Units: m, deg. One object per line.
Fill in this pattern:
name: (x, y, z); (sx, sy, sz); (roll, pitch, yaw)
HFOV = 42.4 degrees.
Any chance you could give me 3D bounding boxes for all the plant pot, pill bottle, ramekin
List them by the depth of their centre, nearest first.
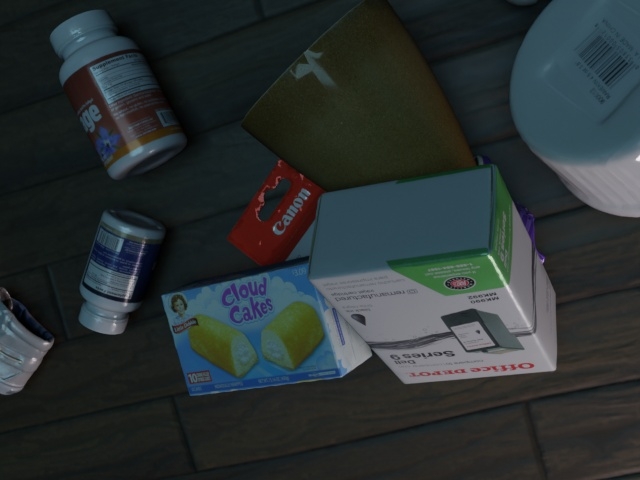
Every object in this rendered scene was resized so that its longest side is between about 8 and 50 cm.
ramekin: (0.347, -0.176, 0.919); (0.277, 0.135, 0.277); (-21, 58, 39)
plant pot: (0.072, -0.131, 1.030); (0.237, 0.237, 0.254); (-41, 95, 15)
pill bottle: (-0.286, -0.203, 1.149); (0.121, 0.121, 0.216); (-28, 89, 15)
pill bottle: (-0.293, 0.046, 1.196); (0.094, 0.094, 0.169); (23, 102, 10)

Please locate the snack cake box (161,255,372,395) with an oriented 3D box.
snack cake box: (-0.077, 0.113, 1.116); (0.264, 0.089, 0.152); (-14, 95, 34)

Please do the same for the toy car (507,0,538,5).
toy car: (0.268, -0.382, 0.985); (0.159, 0.136, 0.182); (-26, 90, 15)

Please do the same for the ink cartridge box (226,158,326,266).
ink cartridge box: (0.000, 0.000, 1.142); (0.232, 0.066, 0.189); (36, 104, 3)

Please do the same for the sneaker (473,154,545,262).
sneaker: (0.241, -0.035, 1.084); (0.071, 0.068, 0.169); (-22, 89, -11)

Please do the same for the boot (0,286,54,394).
boot: (-0.531, 0.112, 1.272); (0.258, 0.095, 0.123); (40, 98, -3)

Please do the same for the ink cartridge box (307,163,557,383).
ink cartridge box: (0.145, 0.054, 0.976); (0.211, 0.289, 0.121); (-10, 54, 26)
